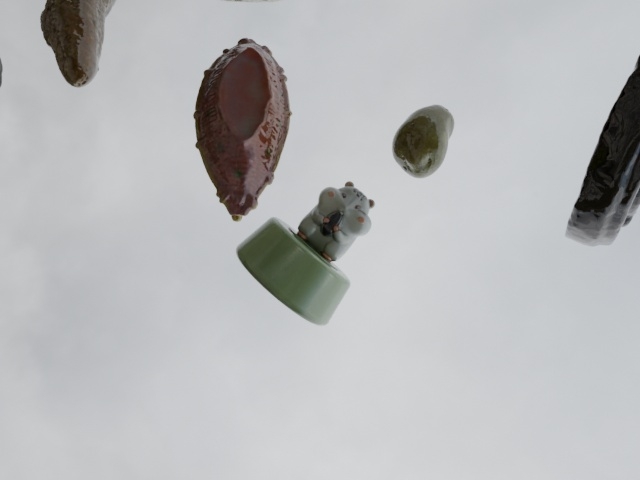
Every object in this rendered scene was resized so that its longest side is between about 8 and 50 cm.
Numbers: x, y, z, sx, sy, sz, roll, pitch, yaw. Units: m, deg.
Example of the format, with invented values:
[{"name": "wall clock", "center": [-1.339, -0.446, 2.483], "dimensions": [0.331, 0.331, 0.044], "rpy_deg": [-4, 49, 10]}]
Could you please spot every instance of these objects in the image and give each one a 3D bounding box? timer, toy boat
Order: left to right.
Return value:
[{"name": "toy boat", "center": [-0.112, -0.191, 0.720], "dimensions": [0.099, 0.140, 0.318], "rpy_deg": [118, -25, -65]}, {"name": "timer", "center": [0.000, 0.000, 1.191], "dimensions": [0.315, 0.291, 0.291], "rpy_deg": [-49, -120, 3]}]

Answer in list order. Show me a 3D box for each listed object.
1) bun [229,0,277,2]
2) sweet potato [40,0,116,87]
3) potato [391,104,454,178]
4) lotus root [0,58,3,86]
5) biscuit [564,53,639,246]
[{"name": "bun", "center": [-0.104, -0.453, 0.533], "dimensions": [0.219, 0.365, 0.365], "rpy_deg": [31, -67, 29]}, {"name": "sweet potato", "center": [-0.394, -0.371, 0.800], "dimensions": [0.114, 0.092, 0.342], "rpy_deg": [-5, -121, 10]}, {"name": "potato", "center": [0.275, -0.266, 1.278], "dimensions": [0.157, 0.157, 0.194], "rpy_deg": [34, -102, 34]}, {"name": "lotus root", "center": [-0.884, -0.442, 1.200], "dimensions": [0.077, 0.183, 0.204], "rpy_deg": [-19, -122, 13]}, {"name": "biscuit", "center": [0.536, -0.176, 0.819], "dimensions": [0.091, 0.407, 0.408], "rpy_deg": [27, -70, 29]}]
